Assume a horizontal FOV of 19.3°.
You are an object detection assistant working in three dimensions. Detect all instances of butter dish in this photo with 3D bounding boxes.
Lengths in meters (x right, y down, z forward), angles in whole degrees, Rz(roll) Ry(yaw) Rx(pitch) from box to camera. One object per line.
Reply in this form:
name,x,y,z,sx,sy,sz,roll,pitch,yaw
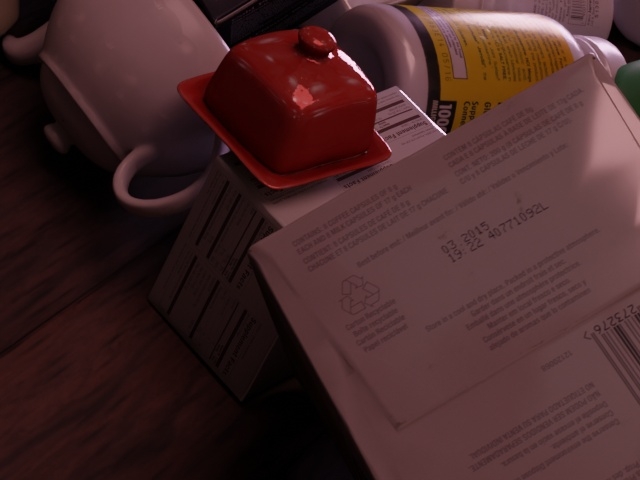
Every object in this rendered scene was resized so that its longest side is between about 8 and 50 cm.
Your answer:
butter dish,-0.019,-0.140,1.693,0.160,0.118,0.160,-16,53,-40

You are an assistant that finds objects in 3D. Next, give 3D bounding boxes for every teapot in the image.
teapot,-0.187,-0.148,1.842,0.187,0.256,0.252,-39,95,-6

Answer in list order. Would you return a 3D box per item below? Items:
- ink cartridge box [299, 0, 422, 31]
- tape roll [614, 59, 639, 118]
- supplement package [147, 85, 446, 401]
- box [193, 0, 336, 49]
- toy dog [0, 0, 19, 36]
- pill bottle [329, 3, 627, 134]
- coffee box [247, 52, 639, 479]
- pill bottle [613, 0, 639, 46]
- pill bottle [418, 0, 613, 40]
ink cartridge box,0.014,-0.346,2.207,0.154,0.093,0.212,-23,79,-43
tape roll,0.412,-0.051,2.073,0.321,0.077,0.321,49,33,-47
supplement package,0.000,0.000,1.808,0.262,0.204,0.145,-24,63,-44
box,-0.124,-0.375,1.920,0.179,0.312,0.343,-33,89,-4
toy dog,-0.433,-0.364,1.725,0.284,0.408,0.395,31,42,9
pill bottle,0.176,-0.162,2.091,0.334,0.188,0.188,-2,51,-32
coffee box,0.177,0.119,1.599,0.338,0.334,0.338,-29,67,-5
pill bottle,0.463,-0.455,2.532,0.224,0.224,0.392,14,45,-21
pill bottle,0.229,-0.284,2.286,0.229,0.131,0.131,2,49,-30
